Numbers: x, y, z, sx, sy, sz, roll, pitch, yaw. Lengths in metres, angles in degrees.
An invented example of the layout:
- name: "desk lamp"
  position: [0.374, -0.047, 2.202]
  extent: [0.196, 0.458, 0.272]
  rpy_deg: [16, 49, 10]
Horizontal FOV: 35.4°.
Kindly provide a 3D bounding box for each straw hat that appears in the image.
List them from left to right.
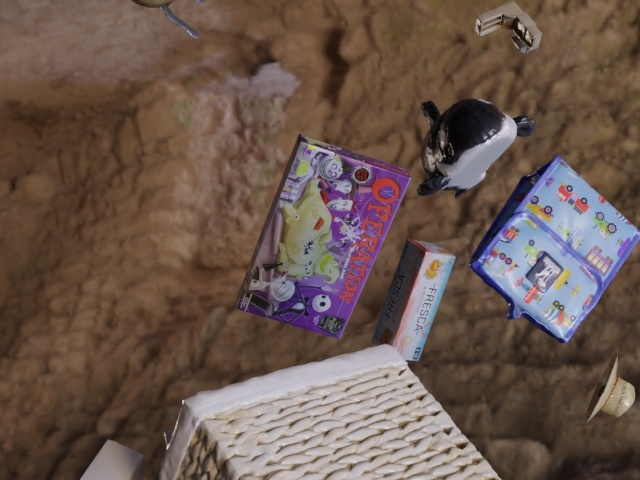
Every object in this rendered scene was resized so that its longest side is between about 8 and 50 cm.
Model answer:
- name: "straw hat"
  position: [0.526, 0.279, 1.793]
  extent: [0.061, 0.145, 0.144]
  rpy_deg: [25, -170, 12]

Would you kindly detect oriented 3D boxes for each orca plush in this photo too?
- name: "orca plush"
  position: [0.166, -0.130, 1.178]
  extent: [0.151, 0.102, 0.287]
  rpy_deg: [-34, 171, 16]

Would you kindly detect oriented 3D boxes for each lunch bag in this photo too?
- name: "lunch bag"
  position: [0.411, 0.033, 1.838]
  extent: [0.293, 0.221, 0.138]
  rpy_deg: [-51, -175, -26]

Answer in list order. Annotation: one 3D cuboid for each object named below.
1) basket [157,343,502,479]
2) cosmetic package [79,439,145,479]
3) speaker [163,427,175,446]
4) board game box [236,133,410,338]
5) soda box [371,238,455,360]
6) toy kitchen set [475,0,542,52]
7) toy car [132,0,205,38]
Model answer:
- name: "basket"
  position: [-0.003, 0.349, 1.231]
  extent: [0.331, 0.328, 0.266]
  rpy_deg: [-11, -136, -38]
- name: "cosmetic package"
  position: [-0.302, 0.373, 1.247]
  extent: [0.060, 0.099, 0.239]
  rpy_deg: [19, -134, 14]
- name: "speaker"
  position: [-0.167, 0.311, 1.327]
  extent: [0.055, 0.136, 0.055]
  rpy_deg: [-13, 168, -3]
- name: "board game box"
  position: [0.000, 0.000, 1.798]
  extent: [0.208, 0.347, 0.056]
  rpy_deg: [15, -156, -15]
- name: "soda box"
  position: [0.143, 0.092, 1.555]
  extent: [0.063, 0.183, 0.058]
  rpy_deg: [9, -162, -32]
- name: "toy kitchen set"
  position: [0.309, -0.335, 1.663]
  extent: [0.075, 0.083, 0.068]
  rpy_deg: [-24, 151, -14]
- name: "toy car"
  position: [-0.188, -0.327, 1.164]
  extent: [0.149, 0.155, 0.188]
  rpy_deg: [-18, 133, 27]
